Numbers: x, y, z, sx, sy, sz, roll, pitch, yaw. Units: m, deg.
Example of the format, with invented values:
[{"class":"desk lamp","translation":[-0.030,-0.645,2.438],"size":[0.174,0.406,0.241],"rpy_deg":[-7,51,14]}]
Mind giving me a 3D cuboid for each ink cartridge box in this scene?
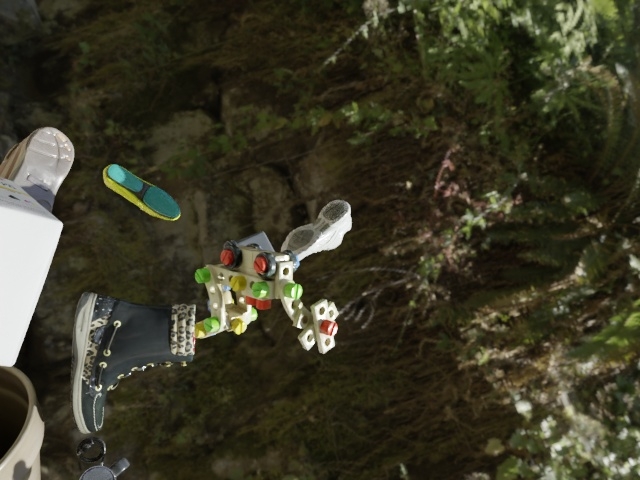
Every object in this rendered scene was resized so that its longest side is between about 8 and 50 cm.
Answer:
[{"class":"ink cartridge box","translation":[-0.496,0.010,0.800],"size":[0.198,0.197,0.270],"rpy_deg":[18,4,-41]}]

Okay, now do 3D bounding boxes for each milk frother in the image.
[{"class":"milk frother","translation":[-0.552,0.558,1.507],"size":[0.143,0.129,0.135],"rpy_deg":[35,-26,-2]}]

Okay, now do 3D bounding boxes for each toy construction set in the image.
[{"class":"toy construction set","translation":[-0.121,0.118,1.223],"size":[0.151,0.328,0.215],"rpy_deg":[-11,105,-60]}]

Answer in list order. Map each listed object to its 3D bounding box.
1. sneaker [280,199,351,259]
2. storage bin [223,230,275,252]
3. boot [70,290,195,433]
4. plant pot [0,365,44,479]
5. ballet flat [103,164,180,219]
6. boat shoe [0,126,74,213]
[{"class":"sneaker","translation":[0.000,0.000,1.669],"size":[0.090,0.232,0.115],"rpy_deg":[46,-11,42]},{"class":"storage bin","translation":[-0.155,0.048,1.459],"size":[0.135,0.091,0.098],"rpy_deg":[62,-21,2]},{"class":"boot","translation":[-0.289,0.196,0.965],"size":[0.085,0.179,0.236],"rpy_deg":[-120,-144,-70]},{"class":"plant pot","translation":[-0.576,0.395,0.971],"size":[0.323,0.323,0.280],"rpy_deg":[-111,-166,-56]},{"class":"ballet flat","translation":[-0.490,-0.124,1.688],"size":[0.231,0.077,0.077],"rpy_deg":[35,52,-16]},{"class":"boat shoe","translation":[-0.598,-0.075,1.211],"size":[0.123,0.116,0.324],"rpy_deg":[47,53,-41]}]
